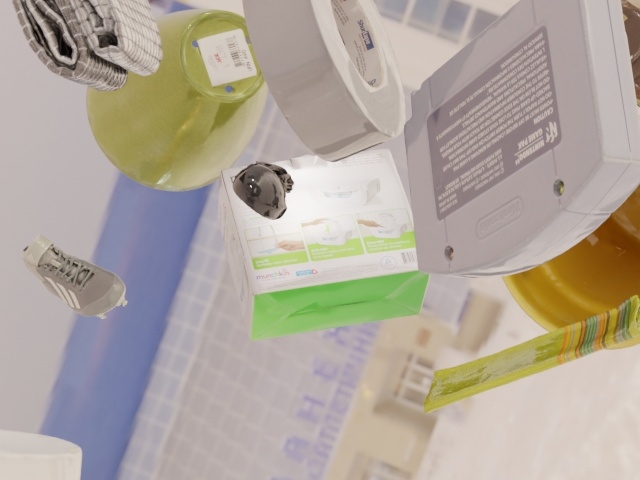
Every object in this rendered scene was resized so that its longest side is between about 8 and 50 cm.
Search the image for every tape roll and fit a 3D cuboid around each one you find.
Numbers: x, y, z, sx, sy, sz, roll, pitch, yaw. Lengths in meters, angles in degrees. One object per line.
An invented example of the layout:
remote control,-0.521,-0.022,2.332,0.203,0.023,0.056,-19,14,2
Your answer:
tape roll,0.006,-0.191,1.478,0.219,0.072,0.219,53,-155,-38

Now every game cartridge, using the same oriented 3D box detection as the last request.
game cartridge,0.158,-0.078,1.212,0.294,0.060,0.196,144,128,-61

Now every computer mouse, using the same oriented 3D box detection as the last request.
computer mouse,-0.056,-0.071,1.771,0.041,0.071,0.242,-49,2,11

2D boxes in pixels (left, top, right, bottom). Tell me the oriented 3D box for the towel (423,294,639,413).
towel,0.219,0.117,1.537,0.021,0.237,0.102,66,-163,-6

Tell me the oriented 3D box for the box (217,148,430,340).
box,0.000,0.000,2.160,0.127,0.261,0.231,99,158,-52

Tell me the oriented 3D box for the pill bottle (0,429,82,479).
pill bottle,-0.363,0.394,1.604,0.204,0.204,0.361,5,-89,-84

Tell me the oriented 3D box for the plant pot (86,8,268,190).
plant pot,-0.186,-0.238,2.241,0.275,0.274,0.293,-67,15,-18

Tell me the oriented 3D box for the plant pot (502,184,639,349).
plant pot,0.373,-0.027,1.813,0.239,0.254,0.254,-30,-35,-48

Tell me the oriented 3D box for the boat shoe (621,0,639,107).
boat shoe,0.379,-0.235,1.845,0.095,0.257,0.095,-29,-32,-1

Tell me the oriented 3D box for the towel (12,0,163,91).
towel,-0.305,-0.320,1.774,0.121,0.284,0.235,-25,-2,7

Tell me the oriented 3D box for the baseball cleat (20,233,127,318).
baseball cleat,-0.350,0.047,2.045,0.109,0.206,0.072,47,-113,-33
